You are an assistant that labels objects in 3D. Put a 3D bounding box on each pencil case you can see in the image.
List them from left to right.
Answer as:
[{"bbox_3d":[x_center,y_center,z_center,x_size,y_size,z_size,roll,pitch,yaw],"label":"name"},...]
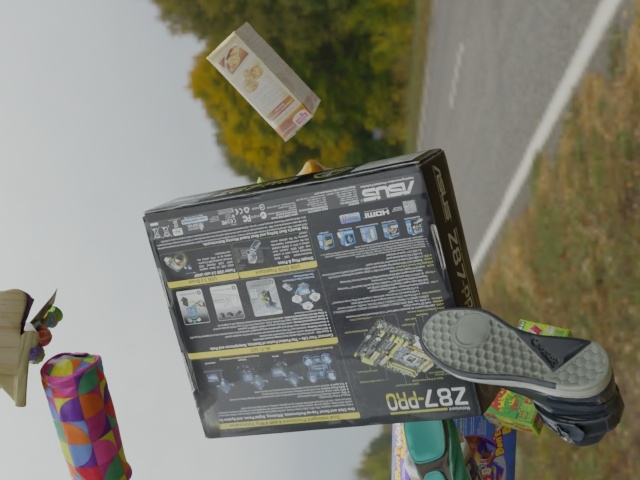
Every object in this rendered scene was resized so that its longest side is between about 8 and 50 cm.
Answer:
[{"bbox_3d":[-0.363,0.287,1.802,0.104,0.104,0.236,-88,-11,-66],"label":"pencil case"}]

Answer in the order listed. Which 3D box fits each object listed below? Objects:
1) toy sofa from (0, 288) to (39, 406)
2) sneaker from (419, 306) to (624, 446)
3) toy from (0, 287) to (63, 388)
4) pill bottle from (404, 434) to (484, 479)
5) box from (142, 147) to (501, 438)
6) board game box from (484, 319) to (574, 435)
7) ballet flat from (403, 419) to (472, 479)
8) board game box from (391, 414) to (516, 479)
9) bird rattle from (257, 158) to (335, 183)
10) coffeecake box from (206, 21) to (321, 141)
[{"bbox_3d":[-0.611,0.147,1.732,0.150,0.362,0.177,178,96,-73],"label":"toy sofa"},{"bbox_3d":[0.229,0.155,1.295,0.086,0.226,0.163,-62,-36,-18],"label":"sneaker"},{"bbox_3d":[-0.612,0.219,2.504,0.237,0.056,0.137,-72,4,-61],"label":"toy"},{"bbox_3d":[0.222,0.421,1.920,0.112,0.112,0.186,-88,-25,-66],"label":"pill bottle"},{"bbox_3d":[-0.003,0.076,1.440,0.097,0.395,0.318,-31,-71,-61],"label":"box"},{"bbox_3d":[0.351,0.227,1.939,0.043,0.092,0.181,52,-123,-46],"label":"board game box"},{"bbox_3d":[0.186,0.336,1.750,0.087,0.083,0.247,5,-111,-52],"label":"ballet flat"},{"bbox_3d":[0.258,0.380,2.225,0.078,0.233,0.347,-149,57,-64],"label":"board game box"},{"bbox_3d":[0.000,0.000,1.626,0.207,0.253,0.143,-52,11,25],"label":"bird rattle"},{"bbox_3d":[-0.090,-0.265,1.913,0.185,0.068,0.142,46,-165,-9],"label":"coffeecake box"}]
